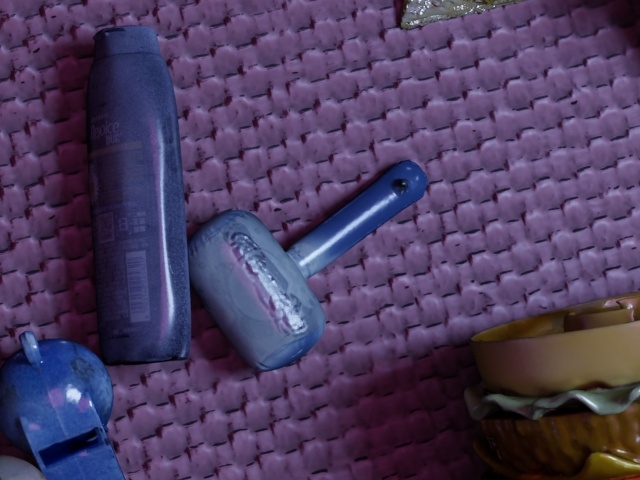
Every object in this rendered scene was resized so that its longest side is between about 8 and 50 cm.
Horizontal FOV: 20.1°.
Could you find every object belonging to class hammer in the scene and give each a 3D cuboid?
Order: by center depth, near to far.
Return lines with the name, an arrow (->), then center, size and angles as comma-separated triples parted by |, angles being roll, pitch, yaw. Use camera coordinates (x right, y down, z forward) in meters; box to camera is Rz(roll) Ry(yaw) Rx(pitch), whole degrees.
hammer -> 0.000, 0.000, 1.288 | 0.194, 0.069, 0.116 | -36, 92, -19

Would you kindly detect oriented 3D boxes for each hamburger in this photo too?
hamburger -> 0.233, 0.144, 1.212 | 0.274, 0.274, 0.212 | -12, 91, -11

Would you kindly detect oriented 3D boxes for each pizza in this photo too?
pizza -> 0.100, -0.195, 1.336 | 0.123, 0.026, 0.108 | 39, 82, -5

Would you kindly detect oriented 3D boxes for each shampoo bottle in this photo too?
shampoo bottle -> -0.129, -0.031, 1.253 | 0.049, 0.087, 0.233 | 0, 83, -41

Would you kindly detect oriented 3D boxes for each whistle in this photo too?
whistle -> -0.179, 0.123, 1.243 | 0.090, 0.090, 0.158 | -24, 129, -11

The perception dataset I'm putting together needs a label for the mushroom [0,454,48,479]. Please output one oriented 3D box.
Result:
mushroom -> -0.296, 0.180, 1.168 | 0.195, 0.189, 0.253 | -3, 95, -54
